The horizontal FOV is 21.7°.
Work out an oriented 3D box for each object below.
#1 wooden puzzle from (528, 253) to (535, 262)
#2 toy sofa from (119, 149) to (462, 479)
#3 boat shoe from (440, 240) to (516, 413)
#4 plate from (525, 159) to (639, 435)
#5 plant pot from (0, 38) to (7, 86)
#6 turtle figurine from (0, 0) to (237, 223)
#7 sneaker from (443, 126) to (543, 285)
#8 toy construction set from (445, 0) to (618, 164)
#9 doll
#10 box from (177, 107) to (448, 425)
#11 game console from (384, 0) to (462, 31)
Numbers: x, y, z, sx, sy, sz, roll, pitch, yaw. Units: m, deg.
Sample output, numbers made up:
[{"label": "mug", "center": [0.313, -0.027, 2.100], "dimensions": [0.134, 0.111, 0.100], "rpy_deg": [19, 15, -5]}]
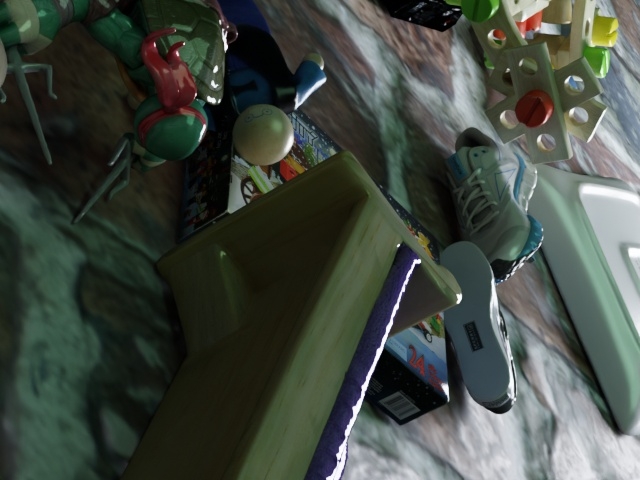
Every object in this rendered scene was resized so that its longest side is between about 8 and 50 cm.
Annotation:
[{"label": "wooden puzzle", "center": [0.175, -0.011, 1.497], "dimensions": [0.049, 0.006, 0.083], "rpy_deg": [43, 32, -31]}, {"label": "toy sofa", "center": [-0.028, 0.123, 0.857], "dimensions": [0.177, 0.150, 0.362], "rpy_deg": [52, 28, -15]}, {"label": "boat shoe", "center": [0.120, 0.069, 1.288], "dimensions": [0.040, 0.049, 0.142], "rpy_deg": [55, 22, -57]}, {"label": "plate", "center": [0.302, 0.046, 1.622], "dimensions": [0.278, 0.045, 0.277], "rpy_deg": [4, 60, -60]}, {"label": "plant pot", "center": [-0.269, -0.135, 0.546], "dimensions": [0.305, 0.333, 0.334], "rpy_deg": [63, 25, -20]}, {"label": "turtle figurine", "center": [-0.106, -0.109, 0.952], "dimensions": [0.175, 0.118, 0.234], "rpy_deg": [62, 16, -50]}, {"label": "sneaker", "center": [0.133, -0.032, 1.390], "dimensions": [0.083, 0.071, 0.191], "rpy_deg": [43, 23, -20]}, {"label": "toy construction set", "center": [0.192, -0.198, 1.516], "dimensions": [0.328, 0.151, 0.215], "rpy_deg": [-62, 155, -65]}, {"label": "doll", "center": [-0.063, -0.110, 1.069], "dimensions": [0.046, 0.129, 0.189], "rpy_deg": [88, -19, -44]}, {"label": "box", "center": [0.000, 0.000, 1.138], "dimensions": [0.233, 0.044, 0.159], "rpy_deg": [42, 33, -34]}, {"label": "game console", "center": [0.011, -0.302, 1.452], "dimensions": [0.361, 0.044, 0.213], "rpy_deg": [4, 61, -61]}]
